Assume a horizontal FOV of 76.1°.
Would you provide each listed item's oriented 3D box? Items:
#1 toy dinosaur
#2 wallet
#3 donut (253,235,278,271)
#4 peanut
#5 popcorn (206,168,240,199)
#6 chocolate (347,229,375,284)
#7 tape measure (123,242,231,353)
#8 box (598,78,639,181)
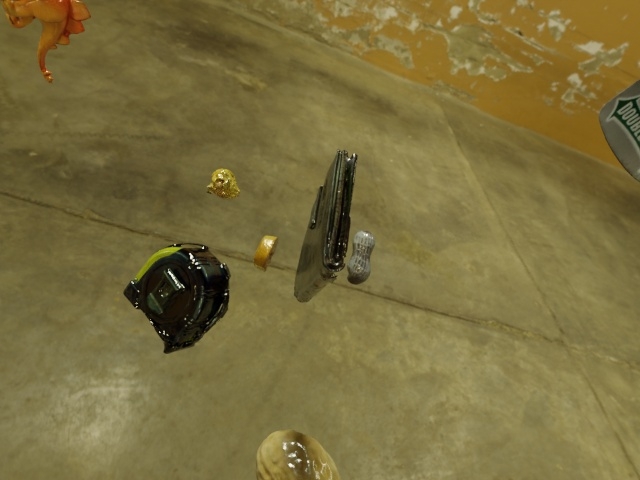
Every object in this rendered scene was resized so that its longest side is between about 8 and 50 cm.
[{"bbox_3d":[-0.391,-0.349,0.581,0.117,0.288,0.070,-29,68,-24],"label":"toy dinosaur"},{"bbox_3d":[-0.001,0.000,0.652,0.044,0.317,0.169,10,74,-6],"label":"wallet"},{"bbox_3d":[-0.142,0.030,1.055,0.043,0.108,0.097,22,70,-3],"label":"donut"},{"bbox_3d":[-0.014,0.493,0.752,0.159,0.143,0.291,8,35,-36],"label":"peanut"},{"bbox_3d":[-0.257,-0.138,1.053,0.084,0.084,0.084,17,38,-14],"label":"popcorn"},{"bbox_3d":[0.120,0.050,1.212,0.072,0.072,0.167,15,79,-16],"label":"chocolate"},{"bbox_3d":[-0.276,0.095,0.801,0.199,0.186,0.112,45,11,17],"label":"tape measure"},{"bbox_3d":[0.425,-0.089,0.461,0.224,0.069,0.120,12,54,-26],"label":"box"}]
